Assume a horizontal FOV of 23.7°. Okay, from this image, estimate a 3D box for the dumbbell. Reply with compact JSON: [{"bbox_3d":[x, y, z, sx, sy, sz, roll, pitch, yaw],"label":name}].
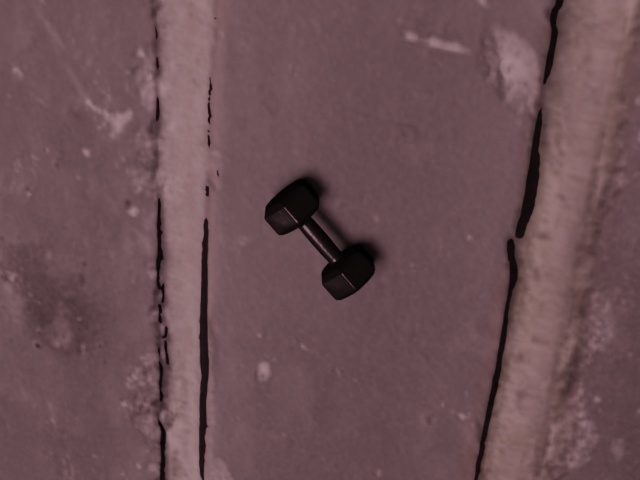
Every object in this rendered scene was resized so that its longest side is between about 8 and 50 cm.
[{"bbox_3d":[0.000,0.000,1.013,0.083,0.040,0.036,49,160,-13],"label":"dumbbell"}]
